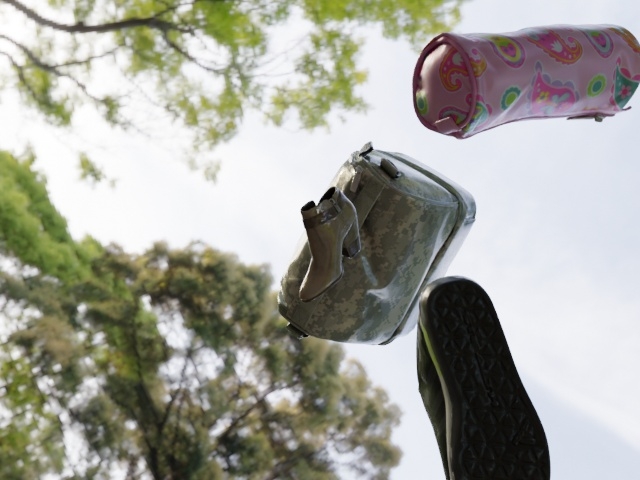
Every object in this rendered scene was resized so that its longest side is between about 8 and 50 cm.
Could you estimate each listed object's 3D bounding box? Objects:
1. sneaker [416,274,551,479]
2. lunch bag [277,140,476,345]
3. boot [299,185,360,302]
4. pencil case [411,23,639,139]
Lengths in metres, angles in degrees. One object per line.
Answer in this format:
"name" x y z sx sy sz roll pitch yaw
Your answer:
"sneaker" 0.132 0.143 0.845 0.097 0.084 0.234 112 -28 -68
"lunch bag" 0.077 0.008 1.540 0.212 0.256 0.305 35 -72 19
"boot" 0.000 0.000 1.098 0.042 0.118 0.087 3 -49 43
"pencil case" 0.245 -0.187 1.138 0.124 0.284 0.124 23 -62 54
